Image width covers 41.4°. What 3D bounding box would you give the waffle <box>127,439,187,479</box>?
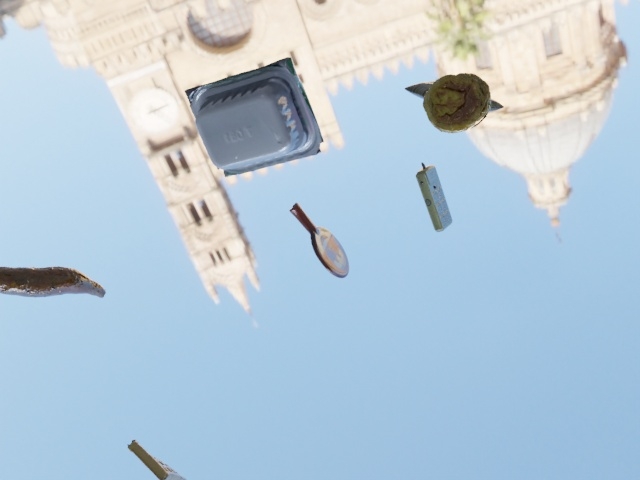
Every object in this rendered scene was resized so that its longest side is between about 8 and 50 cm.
[{"bbox_3d":[-0.300,0.419,1.578,0.097,0.152,0.023,39,-101,19],"label":"waffle"}]

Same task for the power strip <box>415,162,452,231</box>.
[{"bbox_3d":[0.270,-0.107,2.012,0.028,0.169,0.076,-14,-168,34],"label":"power strip"}]

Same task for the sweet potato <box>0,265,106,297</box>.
[{"bbox_3d":[-0.584,0.085,1.708,0.314,0.066,0.072,3,-171,-32],"label":"sweet potato"}]

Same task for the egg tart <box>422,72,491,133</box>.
[{"bbox_3d":[0.258,-0.255,1.579,0.130,0.052,0.130,-7,-110,21],"label":"egg tart"}]

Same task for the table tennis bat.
[{"bbox_3d":[0.000,0.000,1.450,0.019,0.154,0.098,-32,-165,26],"label":"table tennis bat"}]

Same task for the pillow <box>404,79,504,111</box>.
[{"bbox_3d":[0.274,-0.298,1.749,0.113,0.038,0.203,-10,-154,-28],"label":"pillow"}]

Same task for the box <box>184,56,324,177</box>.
[{"bbox_3d":[-0.183,-0.292,2.165,0.337,0.264,0.106,-12,-158,26],"label":"box"}]
